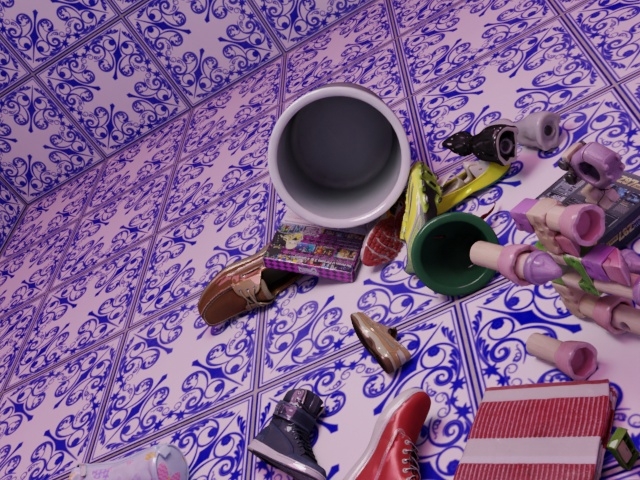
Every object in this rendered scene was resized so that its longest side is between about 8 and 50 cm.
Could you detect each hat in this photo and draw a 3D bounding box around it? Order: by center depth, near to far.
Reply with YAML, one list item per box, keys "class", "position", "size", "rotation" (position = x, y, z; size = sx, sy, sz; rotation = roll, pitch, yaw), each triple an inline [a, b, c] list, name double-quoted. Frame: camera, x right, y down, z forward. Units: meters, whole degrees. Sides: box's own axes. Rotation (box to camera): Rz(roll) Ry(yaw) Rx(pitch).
- class: "hat"
  position: [0.303, 0.021, 1.692]
  size: [0.208, 0.173, 0.183]
  rotation: [-16, -1, 10]

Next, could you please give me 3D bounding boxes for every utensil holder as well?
- class: "utensil holder"
  position: [0.051, -0.235, 1.960]
  size: [0.327, 0.328, 0.385]
  rotation: [-30, 12, 11]

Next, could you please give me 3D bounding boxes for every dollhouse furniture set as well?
- class: "dollhouse furniture set"
  position: [0.483, 0.307, 1.086]
  size: [0.076, 0.059, 0.151]
  rotation: [-49, 32, -20]

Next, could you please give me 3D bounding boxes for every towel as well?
- class: "towel"
  position: [0.318, 0.353, 1.209]
  size: [0.237, 0.037, 0.329]
  rotation: [-12, 33, 39]

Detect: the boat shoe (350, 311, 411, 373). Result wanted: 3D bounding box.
- class: "boat shoe"
  position: [0.127, 0.201, 1.620]
  size: [0.072, 0.068, 0.190]
  rotation: [-28, 38, -9]

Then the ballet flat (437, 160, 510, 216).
- class: "ballet flat"
  position: [0.341, -0.141, 1.854]
  size: [0.231, 0.077, 0.077]
  rotation: [-33, 28, 5]

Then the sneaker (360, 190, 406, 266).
- class: "sneaker"
  position: [0.151, -0.019, 1.895]
  size: [0.092, 0.088, 0.225]
  rotation: [-28, 24, 49]

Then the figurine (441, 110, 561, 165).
- class: "figurine"
  position: [0.428, -0.249, 1.863]
  size: [0.214, 0.092, 0.209]
  rotation: [-20, 17, -25]

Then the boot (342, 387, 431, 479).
- class: "boot"
  position: [0.155, 0.374, 1.316]
  size: [0.176, 0.088, 0.244]
  rotation: [11, 62, 52]

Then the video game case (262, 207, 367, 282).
- class: "video game case"
  position: [0.000, 0.000, 1.955]
  size: [0.232, 0.042, 0.210]
  rotation: [9, 47, 17]

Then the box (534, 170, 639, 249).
- class: "box"
  position: [0.542, -0.066, 1.554]
  size: [0.183, 0.059, 0.232]
  rotation: [-40, 29, -5]

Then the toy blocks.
- class: "toy blocks"
  position: [0.464, 0.039, 1.262]
  size: [0.309, 0.289, 0.260]
  rotation: [-42, 24, -15]

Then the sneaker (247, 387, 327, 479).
- class: "sneaker"
  position: [-0.032, 0.372, 1.508]
  size: [0.163, 0.086, 0.226]
  rotation: [-51, 31, -19]

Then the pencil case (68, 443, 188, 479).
- class: "pencil case"
  position: [-0.413, 0.514, 1.674]
  size: [0.273, 0.124, 0.113]
  rotation: [-19, -6, 25]

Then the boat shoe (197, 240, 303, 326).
- class: "boat shoe"
  position: [-0.165, 0.108, 1.994]
  size: [0.324, 0.123, 0.120]
  rotation: [-37, 36, -3]

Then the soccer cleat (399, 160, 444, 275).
- class: "soccer cleat"
  position: [0.218, -0.054, 1.779]
  size: [0.121, 0.093, 0.289]
  rotation: [-29, 49, 37]
